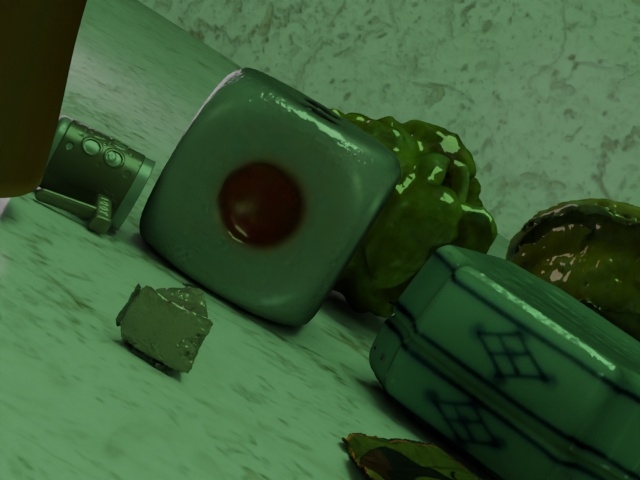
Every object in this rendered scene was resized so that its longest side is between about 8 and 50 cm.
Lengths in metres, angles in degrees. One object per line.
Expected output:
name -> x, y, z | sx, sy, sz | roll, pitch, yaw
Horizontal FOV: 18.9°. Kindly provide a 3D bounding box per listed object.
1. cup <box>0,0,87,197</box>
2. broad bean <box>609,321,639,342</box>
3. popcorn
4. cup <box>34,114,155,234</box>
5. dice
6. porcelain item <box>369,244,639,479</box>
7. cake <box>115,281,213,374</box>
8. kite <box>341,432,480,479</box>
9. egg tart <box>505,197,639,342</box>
cup -> -0.293, -0.175, 1.538 | 0.226, 0.264, 0.182 | 15, 22, -25
broad bean -> 0.325, 0.166, 2.236 | 0.291, 0.119, 0.238 | 29, 16, 2
popcorn -> 0.071, -0.031, 2.098 | 0.242, 0.235, 0.250 | 49, 18, 19
cup -> -0.217, -0.052, 1.755 | 0.099, 0.102, 0.074 | 29, -31, -8
dice -> -0.046, -0.041, 1.827 | 0.194, 0.193, 0.192 | 30, 9, 3
porcelain item -> 0.204, 0.138, 1.780 | 0.286, 0.157, 0.281 | 36, 10, 22
cake -> -0.105, 0.065, 1.453 | 0.065, 0.052, 0.121 | 28, 6, 11
kite -> 0.156, 0.237, 1.498 | 0.327, 0.013, 0.377 | 30, 6, -14
egg tart -> 0.368, 0.106, 2.425 | 0.345, 0.132, 0.345 | 22, -37, 18
